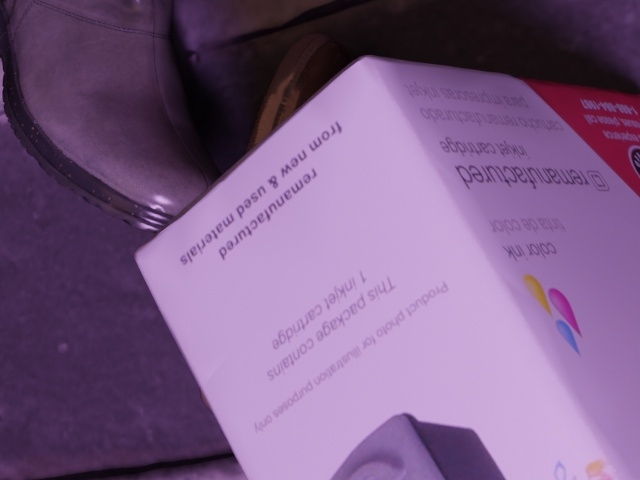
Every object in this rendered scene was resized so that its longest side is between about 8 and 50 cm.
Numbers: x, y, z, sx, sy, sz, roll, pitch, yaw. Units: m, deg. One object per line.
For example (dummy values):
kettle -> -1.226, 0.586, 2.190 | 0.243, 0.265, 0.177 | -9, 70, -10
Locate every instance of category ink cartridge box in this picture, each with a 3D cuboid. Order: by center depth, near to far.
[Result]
ink cartridge box -> 0.103, 0.095, 0.612 | 0.131, 0.226, 0.306 | -41, 69, 28

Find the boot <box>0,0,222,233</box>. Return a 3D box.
boot -> -0.089, -0.124, 0.813 | 0.161, 0.083, 0.246 | -55, 48, 20

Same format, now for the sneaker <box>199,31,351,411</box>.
sneaker -> 0.000, 0.000, 0.792 | 0.071, 0.066, 0.188 | 17, 103, 16
